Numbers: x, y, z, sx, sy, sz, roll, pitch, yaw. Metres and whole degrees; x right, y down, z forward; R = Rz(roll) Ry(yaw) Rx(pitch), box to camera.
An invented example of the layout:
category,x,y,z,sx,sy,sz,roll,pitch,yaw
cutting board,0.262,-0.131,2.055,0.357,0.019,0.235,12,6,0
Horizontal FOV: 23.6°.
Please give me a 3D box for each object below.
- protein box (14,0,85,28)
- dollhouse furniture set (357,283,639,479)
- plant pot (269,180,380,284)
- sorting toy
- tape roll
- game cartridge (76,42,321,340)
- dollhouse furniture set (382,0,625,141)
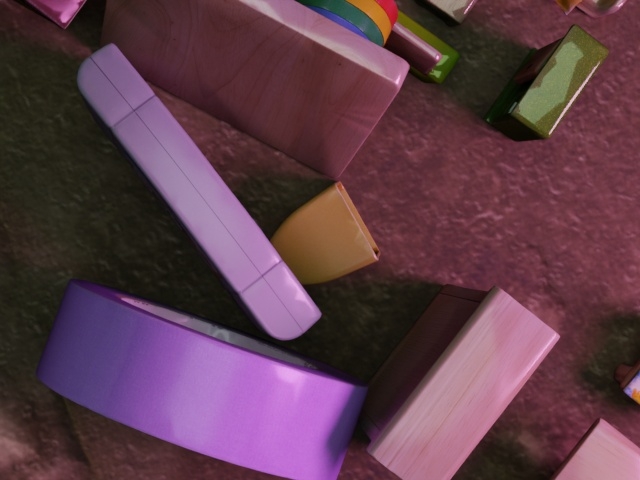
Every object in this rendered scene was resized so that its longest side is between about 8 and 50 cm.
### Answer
category,x,y,z,sx,sy,sz,roll,pitch,yaw
protein box,-0.244,-0.318,1.329,0.136,0.200,0.201,37,88,-32
dollhouse furniture set,0.235,0.221,1.349,0.394,0.256,0.362,38,88,-3
plant pot,0.000,0.000,1.426,0.083,0.081,0.081,-29,92,6
sorting toy,-0.054,-0.185,1.341,0.255,0.257,0.089,28,71,-3
tape roll,-0.101,0.119,1.318,0.275,0.275,0.090,19,89,-3
game cartridge,-0.112,-0.036,1.357,0.062,0.198,0.297,-38,92,-1
dollhouse furniture set,0.199,-0.265,1.398,0.197,0.151,0.301,35,88,-3
